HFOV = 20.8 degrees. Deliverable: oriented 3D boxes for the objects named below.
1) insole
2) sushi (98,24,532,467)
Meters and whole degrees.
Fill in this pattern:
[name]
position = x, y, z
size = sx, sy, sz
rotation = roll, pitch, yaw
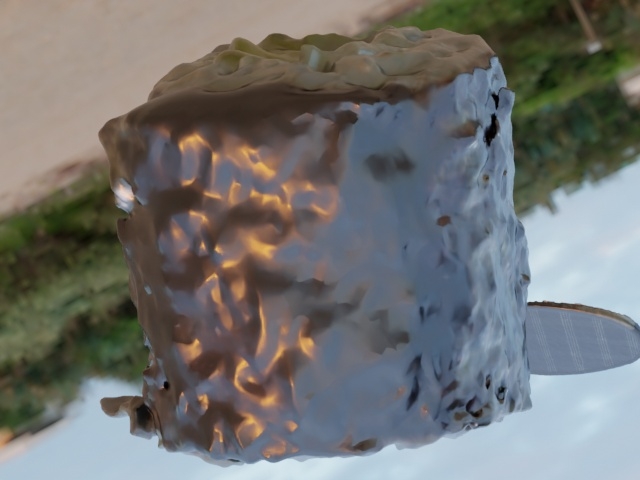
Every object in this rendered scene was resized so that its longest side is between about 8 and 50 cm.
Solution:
[insole]
position = 0.140, 0.088, 1.558
size = 0.310, 0.110, 0.012
rotation = 1, -128, 24
[sushi]
position = 0.001, 0.002, 1.250
size = 0.281, 0.294, 0.299
rotation = 4, -167, 36
